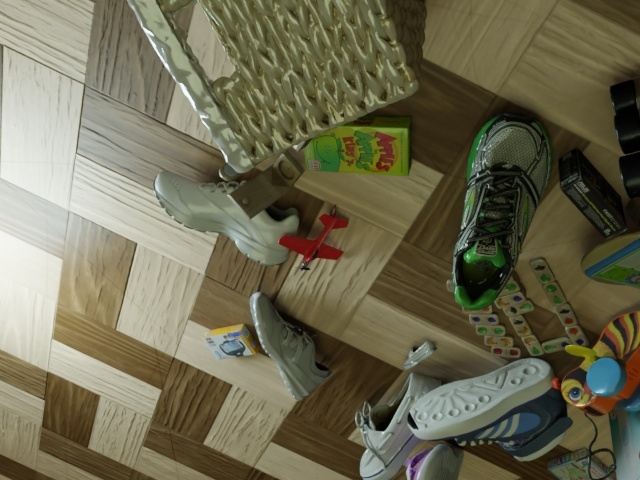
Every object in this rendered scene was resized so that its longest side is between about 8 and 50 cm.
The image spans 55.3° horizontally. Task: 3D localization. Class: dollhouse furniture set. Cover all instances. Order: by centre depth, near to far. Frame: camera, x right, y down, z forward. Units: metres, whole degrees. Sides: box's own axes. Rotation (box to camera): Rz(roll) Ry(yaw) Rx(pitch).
[{"bbox_3d":[-0.101,-0.150,1.030,0.144,0.123,0.151,48,142,2],"label":"dollhouse furniture set"}]

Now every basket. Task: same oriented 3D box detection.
[{"bbox_3d":[-0.038,-0.327,0.780,0.266,0.331,0.328,-17,120,22],"label":"basket"}]

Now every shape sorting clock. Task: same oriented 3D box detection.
[{"bbox_3d":[0.538,0.028,1.001,0.206,0.040,0.206,6,152,3],"label":"shape sorting clock"}]

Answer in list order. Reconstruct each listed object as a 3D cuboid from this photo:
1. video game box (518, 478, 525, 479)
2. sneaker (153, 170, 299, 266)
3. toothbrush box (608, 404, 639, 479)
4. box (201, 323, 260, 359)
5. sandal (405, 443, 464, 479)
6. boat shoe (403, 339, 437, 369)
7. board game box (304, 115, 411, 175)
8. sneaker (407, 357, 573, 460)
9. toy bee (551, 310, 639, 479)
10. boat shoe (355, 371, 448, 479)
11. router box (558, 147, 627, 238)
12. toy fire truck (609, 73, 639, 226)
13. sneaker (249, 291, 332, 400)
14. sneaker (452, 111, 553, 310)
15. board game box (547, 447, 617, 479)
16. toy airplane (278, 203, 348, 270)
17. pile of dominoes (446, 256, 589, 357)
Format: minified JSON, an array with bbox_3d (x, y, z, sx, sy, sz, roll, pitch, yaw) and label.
[{"bbox_3d":[0.512,0.710,1.575,0.187,0.048,0.205,35,129,-13],"label":"video game box"},{"bbox_3d":[-0.175,-0.069,1.178,0.297,0.111,0.129,25,119,-10],"label":"sneaker"},{"bbox_3d":[0.648,0.378,1.109,0.126,0.295,0.216,21,131,2],"label":"toothbrush box"},{"bbox_3d":[-0.223,0.247,1.472,0.136,0.028,0.081,-15,121,26],"label":"box"},{"bbox_3d":[0.234,0.526,1.349,0.102,0.169,0.416,12,166,24],"label":"sandal"},{"bbox_3d":[0.210,0.246,1.328,0.035,0.035,0.100,53,133,11],"label":"boat shoe"},{"bbox_3d":[0.063,-0.164,1.046,0.181,0.043,0.092,5,127,15],"label":"board game box"},{"bbox_3d":[0.362,0.400,1.273,0.322,0.130,0.236,-22,114,-2],"label":"sneaker"},{"bbox_3d":[0.507,0.255,1.130,0.195,0.298,0.162,52,167,-20],"label":"toy bee"},{"bbox_3d":[0.149,0.430,1.421,0.156,0.136,0.367,28,127,-4],"label":"boat shoe"},{"bbox_3d":[0.428,-0.074,0.963,0.122,0.092,0.038,42,128,-15],"label":"router box"},{"bbox_3d":[0.491,-0.092,0.867,0.158,0.217,0.246,-16,136,34],"label":"toy fire truck"},{"bbox_3d":[-0.069,0.223,1.379,0.115,0.105,0.281,-28,114,-4],"label":"sneaker"},{"bbox_3d":[0.293,-0.037,0.990,0.134,0.146,0.344,10,118,13],"label":"sneaker"},{"bbox_3d":[0.623,0.552,1.427,0.154,0.026,0.103,41,128,-14],"label":"board game box"},{"bbox_3d":[0.000,0.000,1.176,0.151,0.028,0.151,-14,128,-19],"label":"toy airplane"},{"bbox_3d":[0.381,0.149,1.187,0.196,0.040,0.251,-22,117,31],"label":"pile of dominoes"}]
